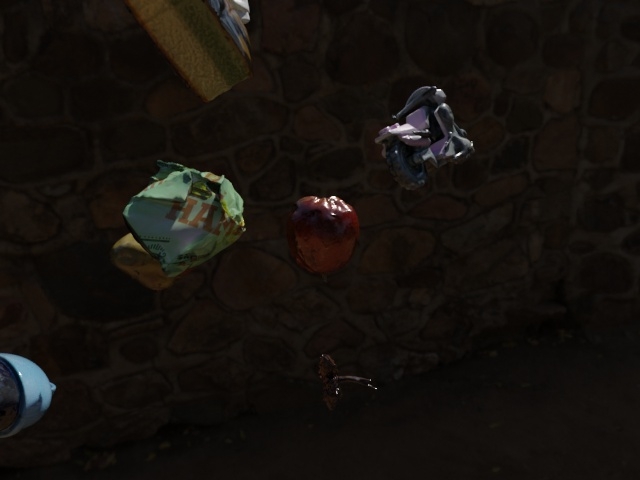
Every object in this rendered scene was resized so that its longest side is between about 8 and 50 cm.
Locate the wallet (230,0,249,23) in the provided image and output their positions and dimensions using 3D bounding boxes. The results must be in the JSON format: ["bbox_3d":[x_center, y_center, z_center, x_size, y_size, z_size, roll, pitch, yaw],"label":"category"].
[{"bbox_3d":[-0.197,-0.488,1.063,0.124,0.182,0.032,-13,-4,-41],"label":"wallet"}]

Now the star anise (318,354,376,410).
[{"bbox_3d":[0.064,0.378,1.612,0.144,0.158,0.140,-14,59,-8],"label":"star anise"}]

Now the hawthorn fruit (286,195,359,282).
[{"bbox_3d":[-0.001,-0.015,1.283,0.174,0.179,0.173,20,33,-14],"label":"hawthorn fruit"}]

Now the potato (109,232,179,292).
[{"bbox_3d":[-0.403,0.043,1.363,0.137,0.176,0.137,-14,55,21],"label":"potato"}]

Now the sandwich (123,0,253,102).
[{"bbox_3d":[-0.201,-0.348,0.870,0.108,0.220,0.186,-27,42,12],"label":"sandwich"}]

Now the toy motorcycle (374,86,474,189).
[{"bbox_3d":[0.206,-0.217,1.189,0.143,0.187,0.327,-28,1,40],"label":"toy motorcycle"}]

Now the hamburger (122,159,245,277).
[{"bbox_3d":[-0.269,-0.057,1.141,0.214,0.125,0.235,-38,66,-13],"label":"hamburger"}]

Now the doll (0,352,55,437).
[{"bbox_3d":[-0.603,0.274,1.002,0.177,0.140,0.314,24,7,31],"label":"doll"}]
